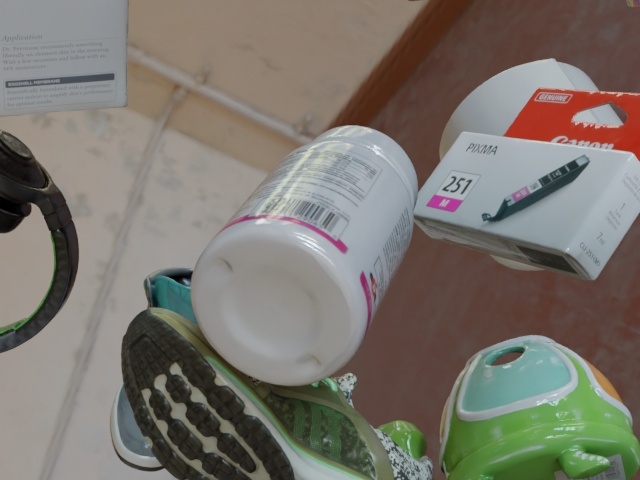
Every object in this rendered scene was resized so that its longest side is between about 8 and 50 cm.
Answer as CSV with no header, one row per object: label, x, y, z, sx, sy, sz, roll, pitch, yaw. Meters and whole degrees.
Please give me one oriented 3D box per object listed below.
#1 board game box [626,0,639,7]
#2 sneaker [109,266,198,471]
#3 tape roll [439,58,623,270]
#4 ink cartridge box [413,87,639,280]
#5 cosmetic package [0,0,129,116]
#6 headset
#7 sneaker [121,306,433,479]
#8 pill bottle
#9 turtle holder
board game box,0.558,-0.433,1.574,0.142,0.144,0.275,-27,17,-4
sneaker,-0.187,0.138,1.376,0.296,0.123,0.178,-83,9,-53
tape roll,0.306,-0.099,1.465,0.246,0.246,0.169,-53,40,32
ink cartridge box,0.250,-0.088,1.161,0.239,0.060,0.275,-54,30,-11
cosmetic package,-0.274,-0.273,1.016,0.224,0.138,0.225,-124,35,-45
headset,-0.430,-0.063,1.233,0.243,0.394,0.185,-21,13,6
sneaker,-0.031,0.194,1.109,0.158,0.410,0.182,-34,20,37
pill bottle,0.000,0.000,1.024,0.160,0.160,0.283,-53,1,32
turtle holder,0.259,0.272,1.436,0.320,0.243,0.228,-38,44,32
